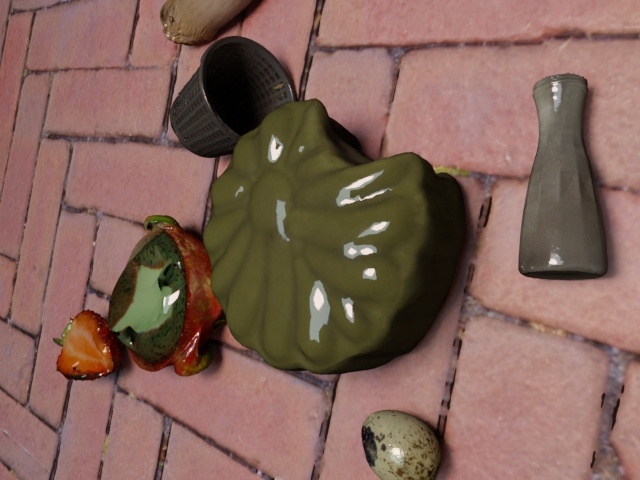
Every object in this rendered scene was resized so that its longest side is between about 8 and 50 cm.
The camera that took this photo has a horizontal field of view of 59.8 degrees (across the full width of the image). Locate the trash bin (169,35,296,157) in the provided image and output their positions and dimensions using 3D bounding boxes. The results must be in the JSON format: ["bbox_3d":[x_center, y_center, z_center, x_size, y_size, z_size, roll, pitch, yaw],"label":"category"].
[{"bbox_3d":[-0.150,-0.206,0.884,0.161,0.175,0.176,-16,74,48],"label":"trash bin"}]

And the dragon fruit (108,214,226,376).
[{"bbox_3d":[-0.260,0.099,0.947,0.295,0.130,0.269,-19,68,35],"label":"dragon fruit"}]

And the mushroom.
[{"bbox_3d":[-0.141,-0.484,0.926,0.397,0.126,0.177,-49,49,23],"label":"mushroom"}]

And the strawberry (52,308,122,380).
[{"bbox_3d":[-0.448,0.211,1.097,0.192,0.085,0.141,-18,66,29],"label":"strawberry"}]

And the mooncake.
[{"bbox_3d":[0.000,0.000,0.720,0.351,0.187,0.352,-4,84,35],"label":"mooncake"}]

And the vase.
[{"bbox_3d":[0.258,-0.068,0.598,0.086,0.086,0.214,-4,77,37],"label":"vase"}]

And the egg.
[{"bbox_3d":[0.095,0.251,0.676,0.110,0.085,0.085,32,104,39],"label":"egg"}]
